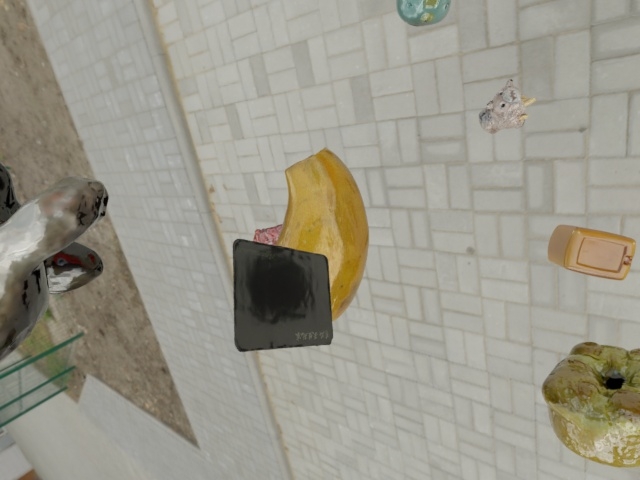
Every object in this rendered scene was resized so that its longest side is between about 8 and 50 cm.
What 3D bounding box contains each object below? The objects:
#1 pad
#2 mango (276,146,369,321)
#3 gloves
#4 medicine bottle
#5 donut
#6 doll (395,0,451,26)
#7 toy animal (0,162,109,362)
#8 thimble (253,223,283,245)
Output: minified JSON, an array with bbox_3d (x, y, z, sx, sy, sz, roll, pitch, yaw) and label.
[{"bbox_3d":[-0.035,0.062,0.466,0.003,0.157,0.113,-13,74,36],"label":"pad"},{"bbox_3d":[0.004,-0.001,0.841,0.186,0.144,0.360,10,102,11],"label":"mango"},{"bbox_3d":[0.496,-0.351,1.142,0.144,0.094,0.111,-55,39,44],"label":"gloves"},{"bbox_3d":[0.692,0.023,1.110,0.149,0.222,0.112,13,99,10],"label":"medicine bottle"},{"bbox_3d":[0.523,0.284,0.747,0.208,0.261,0.129,2,105,49],"label":"donut"},{"bbox_3d":[0.305,-0.720,1.143,0.261,0.176,0.162,109,161,-76],"label":"doll"},{"bbox_3d":[-0.368,0.025,0.452,0.344,0.302,0.194,19,145,58],"label":"toy animal"},{"bbox_3d":[-0.075,0.016,1.102,0.163,0.189,0.125,-14,89,62],"label":"thimble"}]
